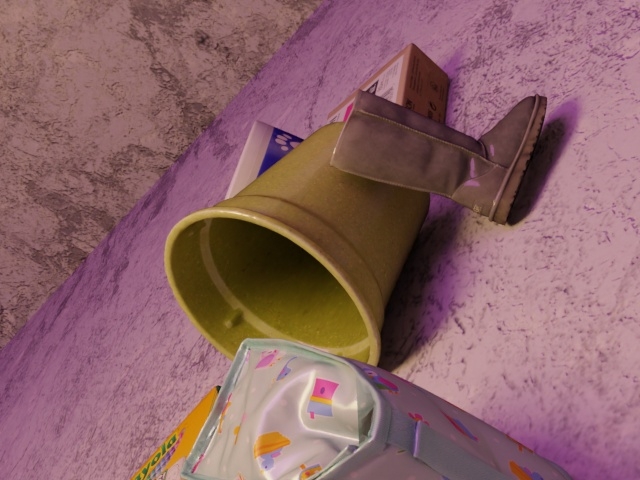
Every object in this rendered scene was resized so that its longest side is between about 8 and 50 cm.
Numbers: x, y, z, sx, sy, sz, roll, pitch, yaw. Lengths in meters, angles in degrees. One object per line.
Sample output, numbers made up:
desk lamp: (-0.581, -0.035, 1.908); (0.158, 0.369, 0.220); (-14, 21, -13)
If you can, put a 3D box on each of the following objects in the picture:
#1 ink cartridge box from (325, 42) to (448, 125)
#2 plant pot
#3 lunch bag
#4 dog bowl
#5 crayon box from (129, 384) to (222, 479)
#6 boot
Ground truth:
ink cartridge box: (0.086, -0.152, 1.480); (0.193, 0.088, 0.234); (-36, 26, 33)
plant pot: (0.000, 0.000, 1.203); (0.276, 0.276, 0.254); (-28, 19, 48)
lunch bag: (0.050, 0.182, 0.775); (0.262, 0.223, 0.160); (-9, 52, 60)
dog bowl: (-0.097, -0.040, 1.528); (0.265, 0.104, 0.264); (-159, 90, -84)
crayon box: (-0.175, 0.328, 1.212); (0.278, 0.081, 0.165); (-48, 22, 8)
boot: (0.135, -0.121, 1.138); (0.076, 0.209, 0.189); (91, -158, -56)
